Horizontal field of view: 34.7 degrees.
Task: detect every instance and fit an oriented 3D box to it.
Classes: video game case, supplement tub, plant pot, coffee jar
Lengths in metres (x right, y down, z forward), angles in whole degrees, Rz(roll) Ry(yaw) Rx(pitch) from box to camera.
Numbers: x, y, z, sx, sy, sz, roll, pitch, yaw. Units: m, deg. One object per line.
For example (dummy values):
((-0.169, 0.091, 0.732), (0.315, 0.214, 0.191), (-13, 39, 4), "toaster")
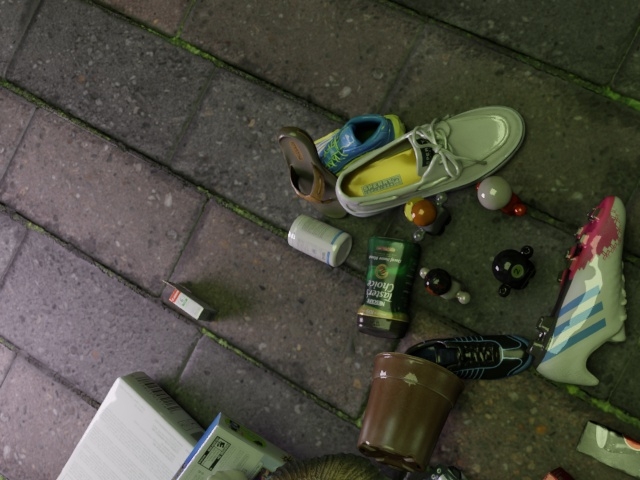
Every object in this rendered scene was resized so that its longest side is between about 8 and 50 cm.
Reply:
((-0.155, 0.485, 1.873), (0.244, 0.061, 0.269), (34, 105, -8), "video game case")
((0.000, 0.000, 1.958), (0.107, 0.071, 0.071), (26, 92, 23), "supplement tub")
((0.148, 0.305, 1.776), (0.167, 0.167, 0.165), (10, 65, 23), "plant pot")
((0.125, 0.088, 1.890), (0.096, 0.079, 0.184), (7, 85, 22), "coffee jar")

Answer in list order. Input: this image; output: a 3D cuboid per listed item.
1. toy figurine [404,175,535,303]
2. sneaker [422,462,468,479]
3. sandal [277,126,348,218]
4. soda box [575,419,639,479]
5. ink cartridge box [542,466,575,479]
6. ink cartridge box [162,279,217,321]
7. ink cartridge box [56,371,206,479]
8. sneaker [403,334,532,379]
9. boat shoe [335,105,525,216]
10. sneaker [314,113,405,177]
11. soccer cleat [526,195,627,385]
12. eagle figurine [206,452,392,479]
((0.267, 0.003, 1.809), (0.210, 0.148, 0.213), (-12, 78, 20), "toy figurine")
((0.155, 0.453, 1.816), (0.282, 0.099, 0.153), (15, 81, 28), "sneaker")
((-0.019, -0.117, 1.923), (0.090, 0.219, 0.060), (-3, 43, 32), "sandal")
((0.517, 0.360, 1.708), (0.169, 0.053, 0.060), (23, 91, 22), "soda box")
((0.415, 0.484, 1.690), (0.176, 0.127, 0.128), (41, 97, 21), "ink cartridge box")
((-0.268, 0.121, 2.049), (0.115, 0.063, 0.029), (31, 92, 23), "ink cartridge box")
((-0.363, 0.505, 2.033), (0.308, 0.091, 0.385), (38, 108, 21), "ink cartridge box")
((0.260, 0.209, 1.812), (0.232, 0.090, 0.081), (-9, 79, 20), "sneaker")
((0.193, -0.155, 1.836), (0.367, 0.156, 0.135), (-20, 79, 7), "boat shoe")
((0.038, -0.183, 1.939), (0.240, 0.126, 0.091), (-26, 73, 16), "sneaker")
((0.473, 0.092, 1.748), (0.143, 0.116, 0.331), (23, 92, 5), "soccer cleat")
((-0.033, 0.480, 1.728), (0.298, 0.225, 0.226), (-21, 65, 25), "eagle figurine")
